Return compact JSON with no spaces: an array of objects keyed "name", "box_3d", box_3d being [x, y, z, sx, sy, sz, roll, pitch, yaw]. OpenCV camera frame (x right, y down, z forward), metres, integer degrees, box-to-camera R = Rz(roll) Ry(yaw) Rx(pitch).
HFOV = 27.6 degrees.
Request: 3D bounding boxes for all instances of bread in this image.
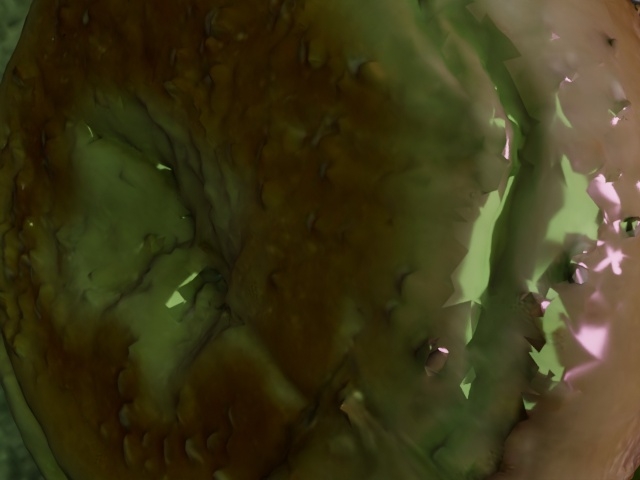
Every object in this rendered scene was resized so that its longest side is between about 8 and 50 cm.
[{"name":"bread","box_3d":[0.000,0.000,0.476,0.159,0.306,0.305,6,89,-47]}]

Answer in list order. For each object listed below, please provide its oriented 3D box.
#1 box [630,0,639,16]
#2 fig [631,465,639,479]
[{"name":"box","box_3d":[0.042,-0.185,0.586,0.270,0.079,0.135,8,89,-18]},{"name":"fig","box_3d":[0.156,0.037,0.556,0.203,0.225,0.202,-7,117,-14]}]
